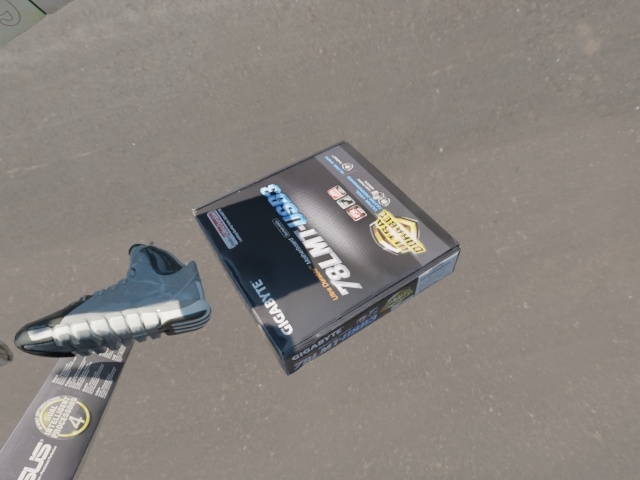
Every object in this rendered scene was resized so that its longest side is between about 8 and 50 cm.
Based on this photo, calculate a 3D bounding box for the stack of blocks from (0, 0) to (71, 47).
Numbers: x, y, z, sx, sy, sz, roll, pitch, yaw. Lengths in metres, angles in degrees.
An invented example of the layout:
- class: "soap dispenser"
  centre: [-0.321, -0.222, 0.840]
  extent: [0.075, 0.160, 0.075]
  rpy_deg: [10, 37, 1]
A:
- class: "stack of blocks"
  centre: [-0.326, -0.182, 0.297]
  extent: [0.297, 0.087, 0.171]
  rpy_deg: [-30, 74, 5]

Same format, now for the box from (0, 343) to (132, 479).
- class: "box"
  centre: [-0.394, 0.313, 0.650]
  extent: [0.097, 0.395, 0.318]
  rpy_deg: [26, 111, -17]

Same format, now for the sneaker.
- class: "sneaker"
  centre: [-0.270, 0.071, 0.585]
  extent: [0.228, 0.086, 0.132]
  rpy_deg: [-7, 63, -22]

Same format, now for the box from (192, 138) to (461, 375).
- class: "box"
  centre: [0.000, 0.000, 0.668]
  extent: [0.293, 0.073, 0.295]
  rpy_deg: [-27, 55, -18]

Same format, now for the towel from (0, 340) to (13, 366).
- class: "towel"
  centre: [-0.750, 0.183, 0.812]
  extent: [0.187, 0.282, 0.049]
  rpy_deg: [-16, 49, -3]
